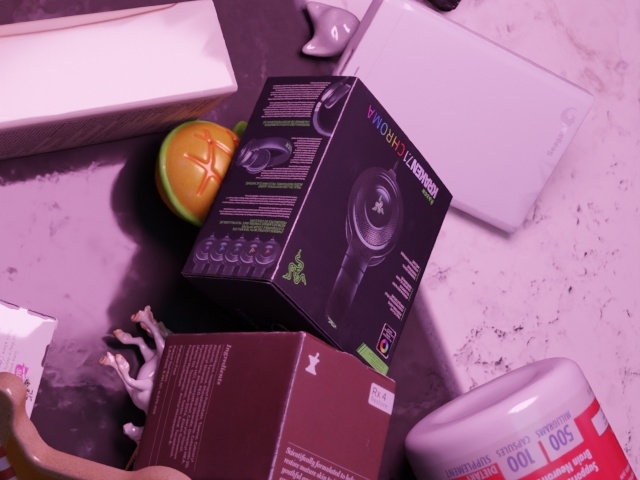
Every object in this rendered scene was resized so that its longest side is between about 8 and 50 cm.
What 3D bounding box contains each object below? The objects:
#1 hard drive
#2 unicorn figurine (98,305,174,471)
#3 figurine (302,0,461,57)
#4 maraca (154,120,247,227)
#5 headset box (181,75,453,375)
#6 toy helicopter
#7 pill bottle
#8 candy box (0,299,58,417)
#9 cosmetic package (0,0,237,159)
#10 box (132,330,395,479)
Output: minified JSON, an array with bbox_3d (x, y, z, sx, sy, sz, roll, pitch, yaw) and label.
[{"bbox_3d":[0.158,-0.155,1.998,0.307,0.040,0.203,24,105,-21],"label":"hard drive"},{"bbox_3d":[-0.191,0.153,1.778,0.111,0.060,0.162,48,54,-22],"label":"unicorn figurine"},{"bbox_3d":[0.083,-0.297,2.036,0.209,0.092,0.215,15,72,-17],"label":"figurine"},{"bbox_3d":[-0.116,-0.078,1.861,0.186,0.099,0.127,-16,91,-51],"label":"maraca"},{"bbox_3d":[0.000,0.000,1.828,0.246,0.131,0.283,48,56,-43],"label":"headset box"},{"bbox_3d":[-0.283,0.236,1.541,0.355,0.235,0.140,13,24,9],"label":"toy helicopter"},{"bbox_3d":[0.282,0.360,1.889,0.229,0.229,0.407,-28,92,-31],"label":"pill bottle"},{"bbox_3d":[-0.388,0.131,1.673,0.196,0.070,0.165,22,68,-22],"label":"candy box"},{"bbox_3d":[-0.267,-0.168,1.763,0.309,0.160,0.113,-13,84,-31],"label":"cosmetic package"},{"bbox_3d":[-0.059,0.200,1.730,0.168,0.203,0.167,32,64,-43],"label":"box"}]
